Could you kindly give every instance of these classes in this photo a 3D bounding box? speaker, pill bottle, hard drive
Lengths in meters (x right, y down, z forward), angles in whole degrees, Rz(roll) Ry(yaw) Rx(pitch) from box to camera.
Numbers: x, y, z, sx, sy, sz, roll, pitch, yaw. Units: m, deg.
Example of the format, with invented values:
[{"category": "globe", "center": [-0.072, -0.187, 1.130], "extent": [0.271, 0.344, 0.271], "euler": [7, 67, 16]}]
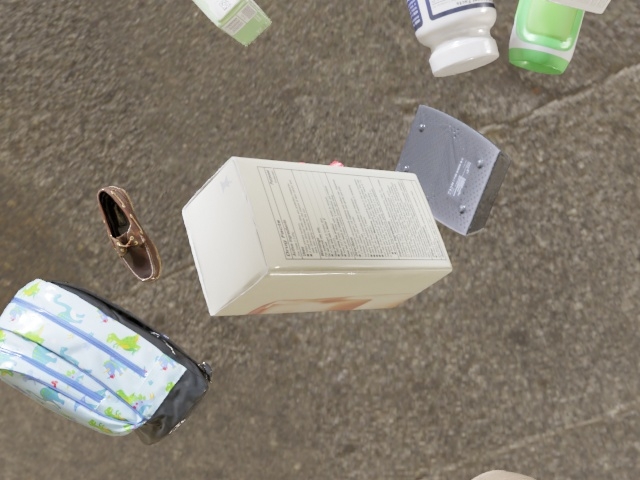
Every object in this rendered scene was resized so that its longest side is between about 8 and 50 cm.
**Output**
[{"category": "speaker", "center": [0.461, -0.484, 1.755], "extent": [0.131, 0.131, 0.297], "euler": [14, 95, -3]}, {"category": "pill bottle", "center": [0.235, -0.446, 1.644], "extent": [0.153, 0.153, 0.265], "euler": [-14, 89, 11]}, {"category": "hard drive", "center": [0.229, -0.126, 1.577], "extent": [0.054, 0.254, 0.172], "euler": [8, 110, -31]}]

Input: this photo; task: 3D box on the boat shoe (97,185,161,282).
[{"category": "boat shoe", "center": [-0.384, -0.010, 1.767], "extent": [0.073, 0.073, 0.207], "euler": [-29, 88, 7]}]

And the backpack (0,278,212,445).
[{"category": "backpack", "center": [-0.402, 0.213, 1.580], "extent": [0.273, 0.290, 0.355], "euler": [-44, 96, -16]}]

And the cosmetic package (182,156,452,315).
[{"category": "cosmetic package", "center": [0.000, 0.000, 1.099], "extent": [0.296, 0.153, 0.129], "euler": [3, 151, -40]}]

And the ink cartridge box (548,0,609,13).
[{"category": "ink cartridge box", "center": [0.329, -0.408, 1.171], "extent": [0.232, 0.066, 0.189], "euler": [5, 130, -29]}]

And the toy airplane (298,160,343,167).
[{"category": "toy airplane", "center": [-0.024, -0.121, 1.854], "extent": [0.151, 0.151, 0.028], "euler": [-25, 130, 16]}]

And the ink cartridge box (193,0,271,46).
[{"category": "ink cartridge box", "center": [-0.172, -0.353, 1.125], "extent": [0.056, 0.171, 0.235], "euler": [-42, 89, 9]}]

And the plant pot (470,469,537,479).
[{"category": "plant pot", "center": [0.327, 0.506, 1.661], "extent": [0.237, 0.110, 0.237], "euler": [-12, 129, -15]}]
